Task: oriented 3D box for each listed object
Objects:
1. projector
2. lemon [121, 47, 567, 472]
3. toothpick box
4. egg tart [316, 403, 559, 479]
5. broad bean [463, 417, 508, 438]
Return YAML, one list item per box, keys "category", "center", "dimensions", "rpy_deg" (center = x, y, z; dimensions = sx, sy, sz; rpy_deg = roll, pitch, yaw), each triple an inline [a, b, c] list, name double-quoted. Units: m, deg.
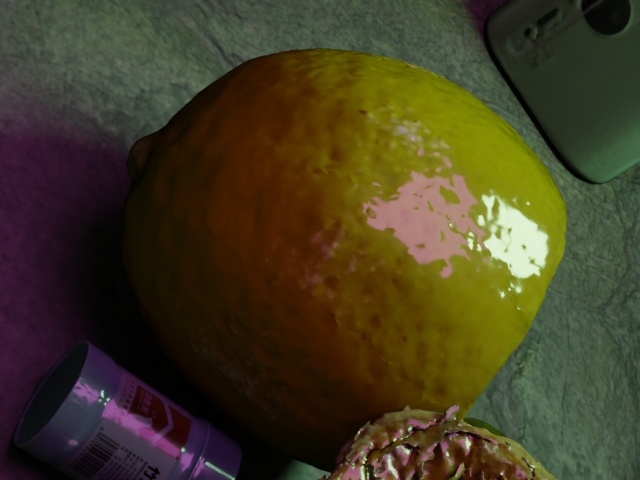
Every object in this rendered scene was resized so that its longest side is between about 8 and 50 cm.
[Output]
- category: "projector"
  center: [0.385, -0.245, 1.953]
  dimensions: [0.248, 0.249, 0.248]
  rpy_deg: [-31, 87, -48]
- category: "lemon"
  center: [0.000, 0.000, 1.388]
  dimensions: [0.364, 0.364, 0.364]
  rpy_deg: [22, 52, -31]
- category: "toothpick box"
  center: [-0.151, 0.161, 1.323]
  dimensions: [0.153, 0.101, 0.101]
  rpy_deg: [37, 45, -19]
- category: "egg tart"
  center: [0.084, 0.248, 1.224]
  dimensions: [0.232, 0.098, 0.252]
  rpy_deg: [8, 59, -12]
- category: "broad bean"
  center: [0.234, 0.311, 1.605]
  dimensions: [0.339, 0.061, 0.077]
  rpy_deg: [57, 35, 1]
